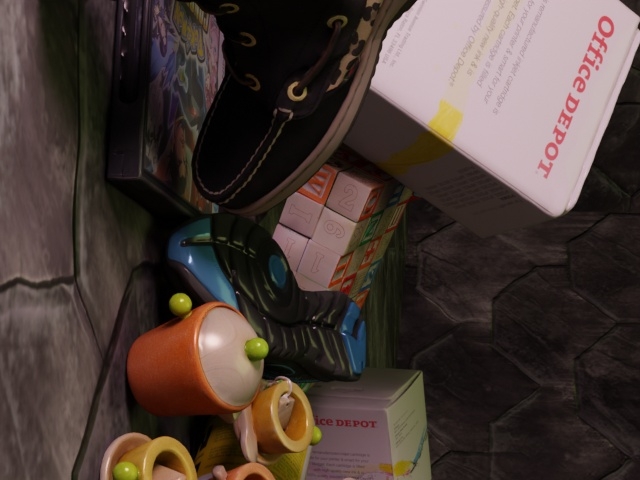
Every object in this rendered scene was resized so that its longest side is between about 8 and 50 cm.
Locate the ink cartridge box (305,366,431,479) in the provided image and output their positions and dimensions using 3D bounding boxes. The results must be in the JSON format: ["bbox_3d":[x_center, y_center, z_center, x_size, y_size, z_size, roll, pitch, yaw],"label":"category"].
[{"bbox_3d":[0.061,0.324,1.858,0.168,0.171,0.233,-34,121,-62],"label":"ink cartridge box"}]

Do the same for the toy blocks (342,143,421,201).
[{"bbox_3d":[0.046,-0.156,1.649,0.381,0.190,0.261,28,-79,60],"label":"toy blocks"}]

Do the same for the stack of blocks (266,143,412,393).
[{"bbox_3d":[0.001,0.037,1.468,0.171,0.087,0.297,-26,141,-63],"label":"stack of blocks"}]

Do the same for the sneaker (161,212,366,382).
[{"bbox_3d":[-0.077,0.081,1.247,0.341,0.139,0.125,43,42,-54],"label":"sneaker"}]

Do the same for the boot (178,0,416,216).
[{"bbox_3d":[-0.076,-0.185,0.928,0.377,0.284,0.138,-53,-130,31],"label":"boot"}]

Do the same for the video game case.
[{"bbox_3d":[-0.134,-0.147,1.141,0.275,0.035,0.248,51,40,-77],"label":"video game case"}]

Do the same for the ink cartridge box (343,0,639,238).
[{"bbox_3d":[0.128,-0.219,1.352,0.160,0.384,0.279,-19,-139,62],"label":"ink cartridge box"}]

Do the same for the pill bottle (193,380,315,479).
[{"bbox_3d":[-0.077,0.251,1.265,0.208,0.119,0.119,-75,163,-57],"label":"pill bottle"}]

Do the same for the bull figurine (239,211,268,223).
[{"bbox_3d":[-0.057,-0.128,1.458,0.310,0.101,0.188,68,28,-64],"label":"bull figurine"}]

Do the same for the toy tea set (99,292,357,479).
[{"bbox_3d":[-0.044,0.184,1.097,0.336,0.124,0.200,33,48,-48],"label":"toy tea set"}]
